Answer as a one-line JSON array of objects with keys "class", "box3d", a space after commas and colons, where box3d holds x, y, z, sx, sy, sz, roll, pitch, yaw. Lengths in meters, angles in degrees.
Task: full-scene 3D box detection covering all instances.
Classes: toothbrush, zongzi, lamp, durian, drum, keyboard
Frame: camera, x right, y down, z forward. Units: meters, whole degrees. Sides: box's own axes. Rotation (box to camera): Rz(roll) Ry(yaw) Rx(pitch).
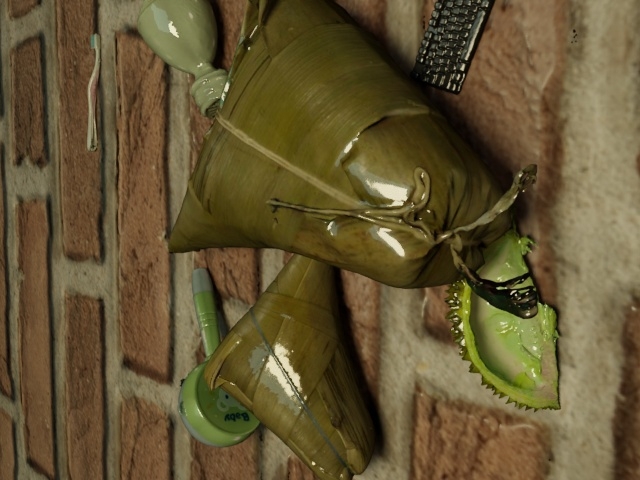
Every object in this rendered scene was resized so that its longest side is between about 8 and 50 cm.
[{"class": "toothbrush", "box3d": [-0.397, -0.258, 1.032, 0.022, 0.017, 0.203, 8, 99, 28]}, {"class": "zongzi", "box3d": [0.015, 0.127, 0.696, 0.228, 0.115, 0.256, 38, 92, 16]}, {"class": "lamp", "box3d": [-0.177, -0.261, 0.804, 0.106, 0.106, 0.192, -31, 83, 37]}, {"class": "durian", "box3d": [0.171, 0.066, 0.575, 0.100, 0.086, 0.215, -13, 89, 6]}, {"class": "drum", "box3d": [-0.162, 0.157, 0.801, 0.049, 0.130, 0.253, -42, 68, 38]}, {"class": "keyboard", "box3d": [0.147, -0.249, 0.589, 0.060, 0.018, 0.195, 30, 112, 31]}, {"class": "zongzi", "box3d": [0.000, 0.000, 0.593, 0.418, 0.182, 0.447, -54, 49, 28]}]
